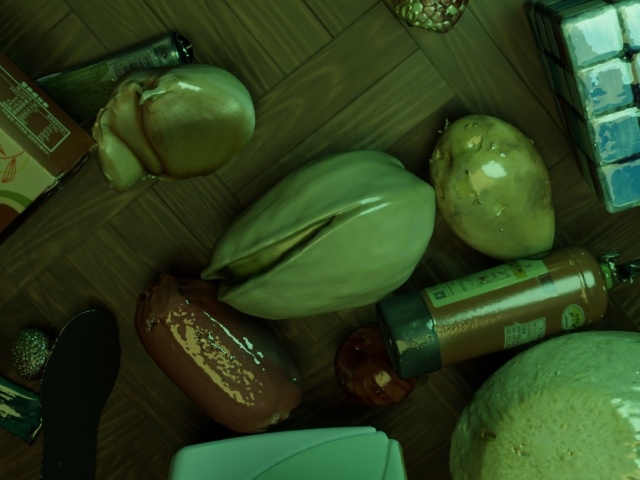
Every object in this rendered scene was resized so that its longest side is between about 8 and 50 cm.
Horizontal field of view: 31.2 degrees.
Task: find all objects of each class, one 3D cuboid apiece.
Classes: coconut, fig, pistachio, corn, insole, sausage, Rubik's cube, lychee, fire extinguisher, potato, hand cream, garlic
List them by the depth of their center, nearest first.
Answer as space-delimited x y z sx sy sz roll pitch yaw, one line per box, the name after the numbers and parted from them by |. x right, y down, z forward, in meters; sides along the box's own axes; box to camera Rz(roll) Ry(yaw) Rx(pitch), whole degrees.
0.428 -0.213 1.441 0.256 0.253 0.259 -18 109 7 | Rubik's cube
0.182 -0.404 1.463 0.098 0.098 0.289 21 104 -7 | corn
-0.196 -0.166 1.509 0.217 0.228 0.110 -8 64 -10 | garlic
0.000 0.000 1.534 0.332 0.226 0.207 -22 86 -2 | pistachio
-0.277 -0.222 1.554 0.235 0.055 0.086 -21 111 13 | hand cream
0.235 -0.060 1.558 0.161 0.128 0.234 -10 116 4 | potato
0.379 0.302 1.564 0.415 0.415 0.344 -42 64 13 | coconut
0.264 0.079 1.565 0.376 0.200 0.113 -16 98 -3 | fire extinguisher
-0.036 0.496 1.592 0.352 0.347 0.352 -6 130 1 | Rubik's cube
-0.144 0.161 1.626 0.152 0.152 0.279 -41 102 13 | sausage
0.085 0.181 1.657 0.128 0.150 0.128 -2 82 13 | fig
-0.417 0.169 1.671 0.068 0.067 0.083 -38 83 38 | lychee
-0.365 0.260 1.706 0.119 0.009 0.348 -2 114 -30 | insole

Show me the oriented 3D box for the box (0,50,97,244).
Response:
-0.544 -0.139 1.484 0.385 0.122 0.344 45 124 -13 | box

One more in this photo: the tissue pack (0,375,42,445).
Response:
-0.477 0.247 1.720 0.138 0.028 0.085 29 106 -12 | tissue pack
